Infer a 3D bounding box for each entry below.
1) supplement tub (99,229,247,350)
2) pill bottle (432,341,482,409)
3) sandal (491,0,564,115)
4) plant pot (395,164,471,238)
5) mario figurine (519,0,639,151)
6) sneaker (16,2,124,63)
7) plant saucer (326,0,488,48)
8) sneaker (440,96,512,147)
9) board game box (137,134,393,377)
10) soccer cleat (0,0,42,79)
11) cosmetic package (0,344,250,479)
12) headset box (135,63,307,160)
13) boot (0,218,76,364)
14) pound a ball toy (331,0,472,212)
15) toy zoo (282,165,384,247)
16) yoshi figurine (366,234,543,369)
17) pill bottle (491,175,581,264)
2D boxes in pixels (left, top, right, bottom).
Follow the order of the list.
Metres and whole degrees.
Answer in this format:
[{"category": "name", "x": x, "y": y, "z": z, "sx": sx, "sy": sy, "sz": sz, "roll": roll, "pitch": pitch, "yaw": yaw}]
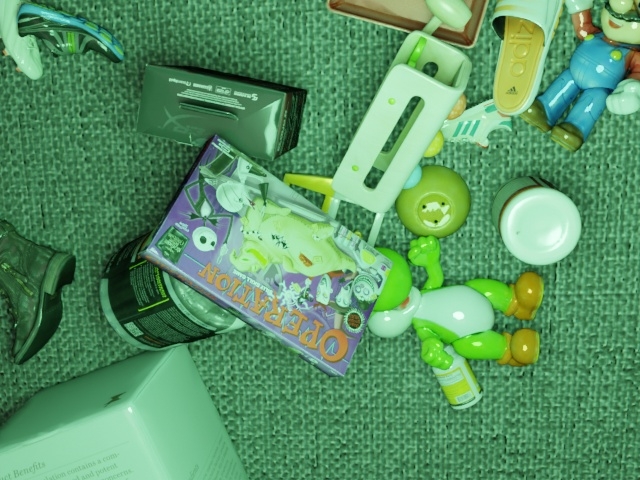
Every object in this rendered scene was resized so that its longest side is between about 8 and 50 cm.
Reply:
[{"category": "supplement tub", "x": -0.205, "y": 0.060, "z": 1.332, "sx": 0.338, "sy": 0.207, "sz": 0.207, "roll": -20, "pitch": 101, "yaw": 48}, {"category": "pill bottle", "x": 0.243, "y": 0.243, "z": 1.465, "sx": 0.065, "sy": 0.065, "sz": 0.116, "roll": -25, "pitch": 98, "yaw": 11}, {"category": "sandal", "x": 0.323, "y": -0.337, "z": 1.291, "sx": 0.102, "sy": 0.076, "sz": 0.265, "roll": 9, "pitch": 90, "yaw": 36}, {"category": "plant pot", "x": 0.196, "y": -0.059, "z": 1.390, "sx": 0.134, "sy": 0.095, "sz": 0.134, "roll": 1, "pitch": 102, "yaw": 5}, {"category": "mario figurine", "x": 0.441, "y": -0.309, "z": 1.275, "sx": 0.198, "sy": 0.170, "sz": 0.320, "roll": 34, "pitch": 105, "yaw": 0}, {"category": "sneaker", "x": -0.435, "y": -0.351, "z": 1.404, "sx": 0.188, "sy": 0.067, "sz": 0.078, "roll": 18, "pitch": 110, "yaw": -14}, {"category": "plant saucer", "x": 0.166, "y": -0.475, "z": 1.331, "sx": 0.259, "sy": 0.048, "sz": 0.258, "roll": 16, "pitch": 103, "yaw": 4}, {"category": "sneaker", "x": 0.251, "y": -0.185, "z": 1.377, "sx": 0.161, "sy": 0.057, "sz": 0.075, "roll": -24, "pitch": 93, "yaw": 8}, {"category": "board game box", "x": -0.067, "y": 0.027, "z": 1.182, "sx": 0.347, "sy": 0.056, "sz": 0.208, "roll": 35, "pitch": 68, "yaw": -20}, {"category": "soccer cleat", "x": -0.532, "y": -0.382, "z": 1.419, "sx": 0.076, "sy": 0.068, "sz": 0.196, "roll": -23, "pitch": 96, "yaw": 7}, {"category": "cosmetic package", "x": -0.347, "y": 0.447, "z": 1.440, "sx": 0.330, "sy": 0.327, "sz": 0.393, "roll": -21, "pitch": 100, "yaw": 10}, {"category": "headset box", "x": -0.151, "y": -0.210, "z": 1.295, "sx": 0.218, "sy": 0.293, "sz": 0.110, "roll": 12, "pitch": 102, "yaw": 4}, {"category": "boot", "x": -0.599, "y": 0.080, "z": 1.523, "sx": 0.229, "sy": 0.091, "sz": 0.262, "roll": 25, "pitch": 100, "yaw": 6}, {"category": "pound a ball toy", "x": 0.156, "y": -0.220, "z": 1.308, "sx": 0.136, "sy": 0.208, "sz": 0.319, "roll": 27, "pitch": 133, "yaw": -3}, {"category": "toy zoo", "x": 0.000, "y": 0.000, "z": 1.458, "sx": 0.193, "sy": 0.030, "sz": 0.293, "roll": 17, "pitch": 103, "yaw": 3}, {"category": "yoshi figurine", "x": 0.190, "y": 0.102, "z": 1.358, "sx": 0.363, "sy": 0.203, "sz": 0.202, "roll": 9, "pitch": 110, "yaw": 5}, {"category": "pill bottle", "x": 0.343, "y": -0.041, "z": 1.313, "sx": 0.121, "sy": 0.221, "sz": 0.121, "roll": 1, "pitch": 102, "yaw": 6}]
